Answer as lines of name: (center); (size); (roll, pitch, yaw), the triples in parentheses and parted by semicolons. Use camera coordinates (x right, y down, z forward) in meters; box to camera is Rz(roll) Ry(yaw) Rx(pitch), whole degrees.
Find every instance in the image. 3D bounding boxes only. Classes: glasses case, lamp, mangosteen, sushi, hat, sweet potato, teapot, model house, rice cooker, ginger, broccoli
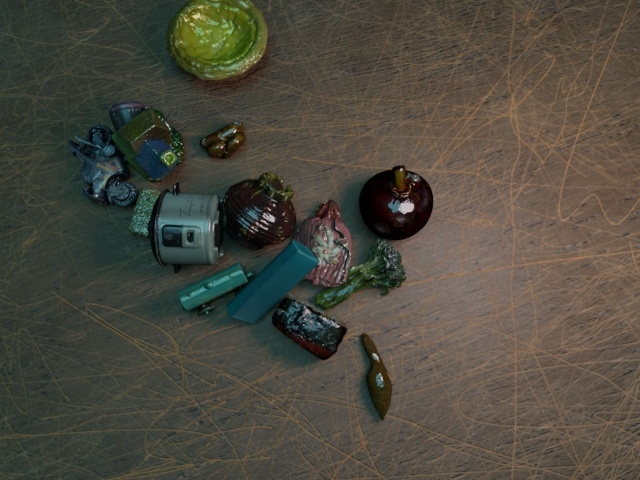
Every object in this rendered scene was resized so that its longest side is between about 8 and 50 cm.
glasses case: (-0.149, 0.130, 1.608); (0.301, 0.117, 0.070); (-44, 50, 12)
lamp: (-0.184, -0.094, 1.632); (0.247, 0.247, 0.246); (0, 79, 1)
mangosteen: (0.237, -0.131, 1.613); (0.236, 0.261, 0.235); (-1, 59, 1)
sushi: (-0.033, 0.259, 1.612); (0.225, 0.136, 0.126); (35, 90, 2)
hat: (0.000, 0.000, 1.668); (0.237, 0.107, 0.286); (9, 74, 23)
sweet potato: (0.175, 0.414, 1.611); (0.075, 0.075, 0.269); (-11, 76, -1)
teapot: (-0.626, -0.388, 1.769); (0.116, 0.148, 0.145); (-12, 92, 35)
model house: (-0.520, -0.303, 1.664); (0.195, 0.189, 0.214); (-39, 111, -14)
rice cooker: (-0.416, -0.036, 1.620); (0.227, 0.241, 0.280); (3, 106, -2)
ginger: (-0.319, -0.324, 1.759); (0.162, 0.073, 0.103); (-26, 66, 2)
broccoli: (0.121, 0.125, 1.646); (0.304, 0.145, 0.164); (-31, 76, 8)

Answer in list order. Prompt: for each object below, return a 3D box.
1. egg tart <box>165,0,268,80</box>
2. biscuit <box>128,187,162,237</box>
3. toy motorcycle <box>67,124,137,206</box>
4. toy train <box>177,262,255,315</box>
egg tart: (-0.347, -0.680, 1.792); (0.346, 0.132, 0.345); (0, 80, 0)
biscuit: (-0.567, -0.090, 1.717); (0.082, 0.070, 0.168); (15, 78, -11)
toy motorcycle: (-0.722, -0.232, 1.730); (0.173, 0.108, 0.307); (-27, 78, 1)
toy train: (-0.325, 0.150, 1.626); (0.248, 0.159, 0.101); (-27, 75, -3)
